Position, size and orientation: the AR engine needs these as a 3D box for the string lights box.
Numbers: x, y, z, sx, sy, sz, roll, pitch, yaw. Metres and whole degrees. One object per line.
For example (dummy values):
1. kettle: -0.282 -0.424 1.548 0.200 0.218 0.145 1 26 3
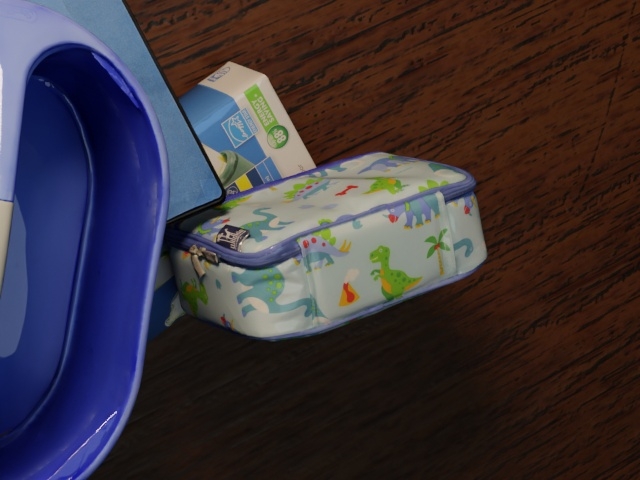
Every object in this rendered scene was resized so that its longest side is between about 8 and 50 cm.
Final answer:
1. string lights box: -0.131 -0.014 1.411 0.260 0.077 0.133 -38 118 -15

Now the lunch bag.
1. lunch bag: 0.000 0.000 1.340 0.219 0.176 0.090 -19 107 -25

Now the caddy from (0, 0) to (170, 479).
1. caddy: -0.230 0.015 1.123 0.241 0.179 0.341 8 91 -24

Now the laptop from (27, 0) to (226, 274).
1. laptop: -0.304 -0.176 1.181 0.382 0.236 0.408 -24 132 -21
